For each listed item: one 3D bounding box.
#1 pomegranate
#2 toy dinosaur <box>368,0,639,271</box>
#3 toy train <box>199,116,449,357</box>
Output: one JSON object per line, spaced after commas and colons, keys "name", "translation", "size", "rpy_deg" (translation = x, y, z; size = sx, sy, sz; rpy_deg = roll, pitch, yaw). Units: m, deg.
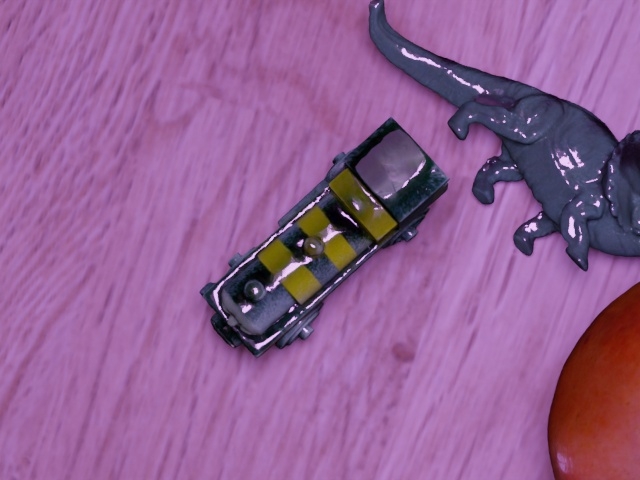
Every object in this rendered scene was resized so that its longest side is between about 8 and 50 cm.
{"name": "pomegranate", "translation": [0.281, 0.123, 1.259], "size": [0.252, 0.270, 0.229], "rpy_deg": [-39, 88, -4]}
{"name": "toy dinosaur", "translation": [0.145, -0.060, 1.379], "size": [0.292, 0.079, 0.120], "rpy_deg": [25, 82, 2]}
{"name": "toy train", "translation": [0.000, 0.001, 1.354], "size": [0.200, 0.132, 0.083], "rpy_deg": [-44, 84, -2]}
